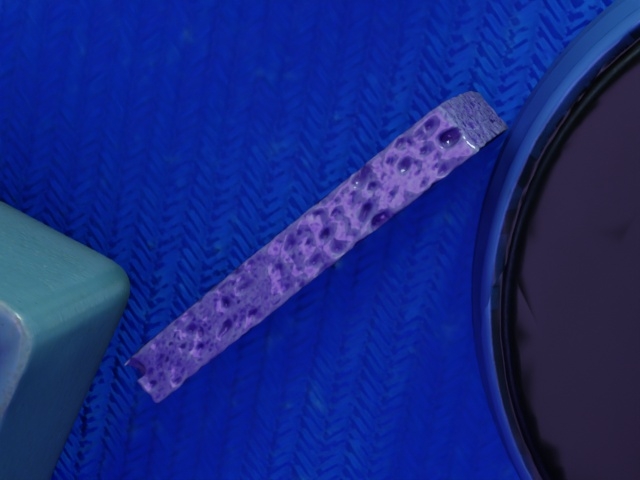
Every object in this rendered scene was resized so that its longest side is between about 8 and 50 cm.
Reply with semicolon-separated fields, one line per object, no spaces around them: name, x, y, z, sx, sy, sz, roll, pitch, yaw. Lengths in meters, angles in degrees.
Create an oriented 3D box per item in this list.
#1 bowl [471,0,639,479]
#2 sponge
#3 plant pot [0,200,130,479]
bowl;0.264;0.037;0.670;0.391;0.077;0.391;2;99;15
sponge;0.000;0.000;0.713;0.210;0.117;0.031;-39;89;17
plant pot;-0.236;0.069;0.717;0.247;0.252;0.248;27;105;10
